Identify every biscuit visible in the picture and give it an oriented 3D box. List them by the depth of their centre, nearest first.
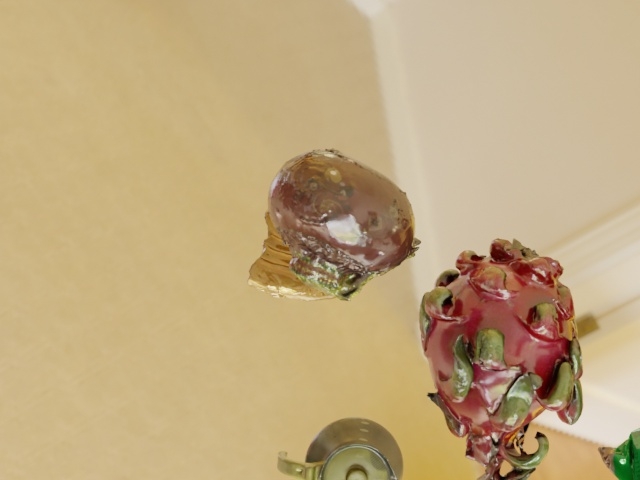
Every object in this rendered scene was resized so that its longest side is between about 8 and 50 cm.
[{"bbox_3d":[0.000,-0.001,1.665,0.144,0.033,0.224,22,39,2],"label":"biscuit"}]

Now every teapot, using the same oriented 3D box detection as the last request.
[{"bbox_3d":[0.027,0.295,1.842,0.119,0.166,0.130,-110,-156,-85],"label":"teapot"}]

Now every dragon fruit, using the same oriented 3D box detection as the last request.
[{"bbox_3d":[0.210,0.138,1.615,0.218,0.198,0.273,29,-33,40],"label":"dragon fruit"}]

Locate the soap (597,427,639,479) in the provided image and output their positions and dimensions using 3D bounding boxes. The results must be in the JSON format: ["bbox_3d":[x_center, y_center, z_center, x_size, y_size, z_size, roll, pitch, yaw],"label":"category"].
[{"bbox_3d":[0.471,0.237,1.600,0.218,0.273,0.098,2,71,-15],"label":"soap"}]

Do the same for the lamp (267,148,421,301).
[{"bbox_3d":[0.016,-0.016,1.433,0.157,0.135,0.156,31,0,18],"label":"lamp"}]
